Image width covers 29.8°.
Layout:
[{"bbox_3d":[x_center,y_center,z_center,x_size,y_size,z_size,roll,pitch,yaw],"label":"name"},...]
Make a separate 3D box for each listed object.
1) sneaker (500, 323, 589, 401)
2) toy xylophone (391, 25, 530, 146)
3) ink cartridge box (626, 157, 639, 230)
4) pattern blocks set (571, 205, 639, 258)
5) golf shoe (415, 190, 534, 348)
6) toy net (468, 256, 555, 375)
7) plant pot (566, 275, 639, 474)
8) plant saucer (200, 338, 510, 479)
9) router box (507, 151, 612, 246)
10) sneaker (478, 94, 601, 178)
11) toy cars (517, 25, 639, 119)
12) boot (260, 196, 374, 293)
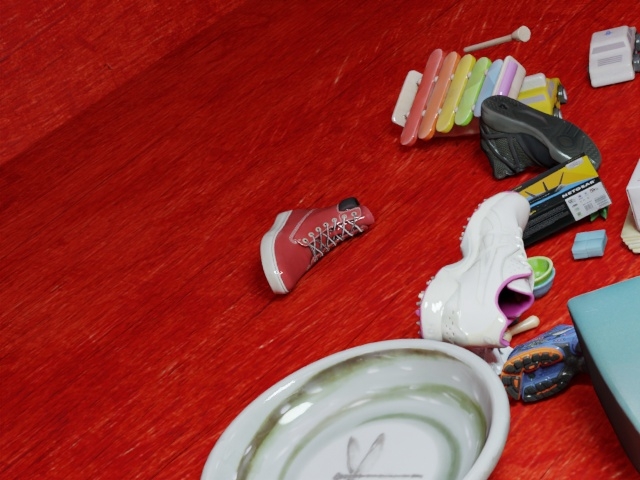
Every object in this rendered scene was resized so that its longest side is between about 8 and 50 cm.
[{"bbox_3d":[0.337,0.134,1.548,0.221,0.083,0.087,-15,20,9],"label":"sneaker"},{"bbox_3d":[0.272,-0.291,2.250,0.323,0.081,0.236,-10,59,55],"label":"toy xylophone"},{"bbox_3d":[0.541,-0.100,1.748,0.140,0.082,0.190,-5,31,33],"label":"ink cartridge box"},{"bbox_3d":[0.541,-0.041,1.760,0.325,0.026,0.285,-2,34,36],"label":"pattern blocks set"},{"bbox_3d":[0.248,0.047,1.670,0.140,0.115,0.306,10,46,29],"label":"golf shoe"},{"bbox_3d":[0.250,0.108,1.700,0.122,0.045,0.232,-3,33,34],"label":"toy net"},{"bbox_3d":[0.398,0.172,1.344,0.166,0.165,0.234,-19,35,9],"label":"plant pot"},{"bbox_3d":[0.050,0.280,1.482,0.401,0.100,0.400,-19,27,10],"label":"plant saucer"},{"bbox_3d":[0.355,-0.060,1.888,0.179,0.046,0.133,-28,21,11],"label":"router box"},{"bbox_3d":[0.368,-0.149,2.049,0.228,0.130,0.087,27,49,23],"label":"sneaker"},{"bbox_3d":[0.474,-0.316,2.251,0.394,0.087,0.176,-34,29,-20],"label":"toy cars"},{"bbox_3d":[0.000,0.000,2.058,0.176,0.088,0.244,-13,25,17],"label":"boot"}]
